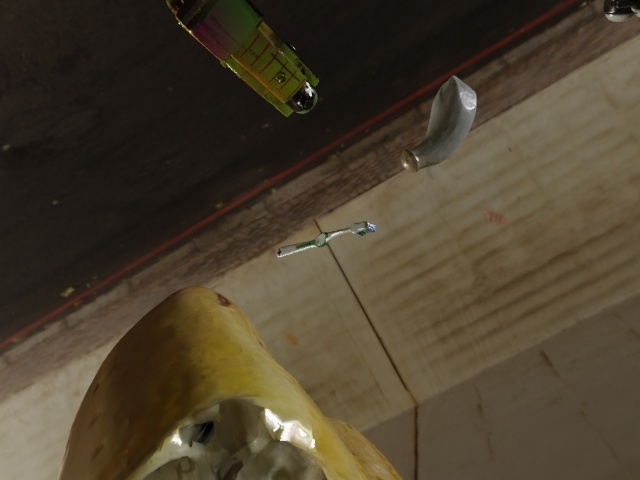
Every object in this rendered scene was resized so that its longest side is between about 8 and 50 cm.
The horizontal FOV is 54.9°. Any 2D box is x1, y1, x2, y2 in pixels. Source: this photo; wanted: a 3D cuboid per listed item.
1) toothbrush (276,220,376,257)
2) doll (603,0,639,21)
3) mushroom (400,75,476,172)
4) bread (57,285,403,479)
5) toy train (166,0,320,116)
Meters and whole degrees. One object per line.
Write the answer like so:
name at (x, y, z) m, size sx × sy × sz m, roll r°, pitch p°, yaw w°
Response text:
toothbrush at (-0.001, -0.001, 1.265) m, size 0.030 × 0.030 × 0.304 m, roll -23°, pitch -175°, yaw -42°
doll at (0.487, -0.392, 0.974) m, size 0.091 × 0.067 × 0.219 m, roll -1°, pitch -150°, yaw 12°
mushroom at (0.297, -0.266, 1.504) m, size 0.270 × 0.118 × 0.103 m, roll -60°, pitch -175°, yaw -18°
bread at (-0.074, 0.244, 0.558) m, size 0.250 × 0.361 × 0.394 m, roll -43°, pitch -158°, yaw -6°
toy train at (-0.106, -0.293, 0.946) m, size 0.100 × 0.160 × 0.296 m, roll -46°, pitch 141°, yaw 9°
